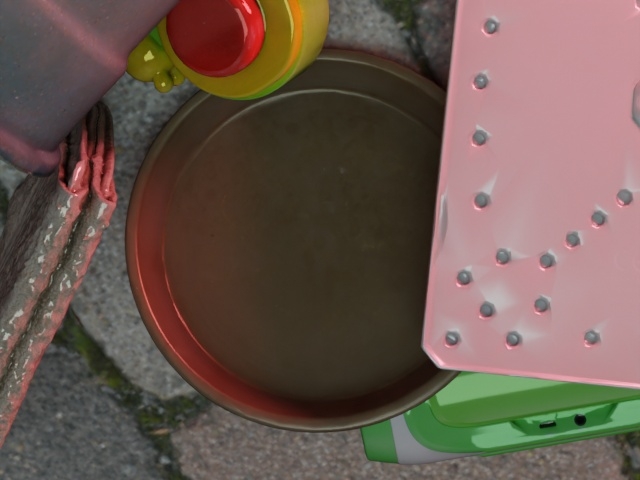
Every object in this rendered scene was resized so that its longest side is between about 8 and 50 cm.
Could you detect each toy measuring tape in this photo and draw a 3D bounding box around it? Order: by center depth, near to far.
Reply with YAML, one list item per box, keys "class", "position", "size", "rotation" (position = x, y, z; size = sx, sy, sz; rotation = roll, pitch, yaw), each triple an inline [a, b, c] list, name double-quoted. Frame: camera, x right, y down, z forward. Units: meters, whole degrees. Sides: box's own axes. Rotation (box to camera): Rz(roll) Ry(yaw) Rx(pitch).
- class: "toy measuring tape"
  position: [-0.006, -0.181, 1.263]
  size: [0.330, 0.121, 0.121]
  rotation: [-29, 111, 30]

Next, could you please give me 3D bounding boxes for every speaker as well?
- class: "speaker"
  position: [0.172, 0.087, 1.400]
  size: [0.297, 0.131, 0.131]
  rotation: [-10, 112, 2]

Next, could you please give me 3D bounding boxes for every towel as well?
- class: "towel"
  position: [-0.217, 0.044, 1.334]
  size: [0.049, 0.187, 0.282]
  rotation: [22, 109, -15]

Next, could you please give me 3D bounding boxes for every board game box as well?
- class: "board game box"
  position: [0.277, -0.087, 1.298]
  size: [0.390, 0.050, 0.389]
  rotation: [6, 88, -5]

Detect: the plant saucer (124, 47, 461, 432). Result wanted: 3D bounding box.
- class: "plant saucer"
  position: [0.000, 0.000, 1.342]
  size: [0.278, 0.041, 0.277]
  rotation: [-1, 80, 4]

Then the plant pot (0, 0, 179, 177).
- class: "plant pot"
  position: [-0.159, -0.276, 1.151]
  size: [0.334, 0.341, 0.341]
  rotation: [-41, 108, 5]
